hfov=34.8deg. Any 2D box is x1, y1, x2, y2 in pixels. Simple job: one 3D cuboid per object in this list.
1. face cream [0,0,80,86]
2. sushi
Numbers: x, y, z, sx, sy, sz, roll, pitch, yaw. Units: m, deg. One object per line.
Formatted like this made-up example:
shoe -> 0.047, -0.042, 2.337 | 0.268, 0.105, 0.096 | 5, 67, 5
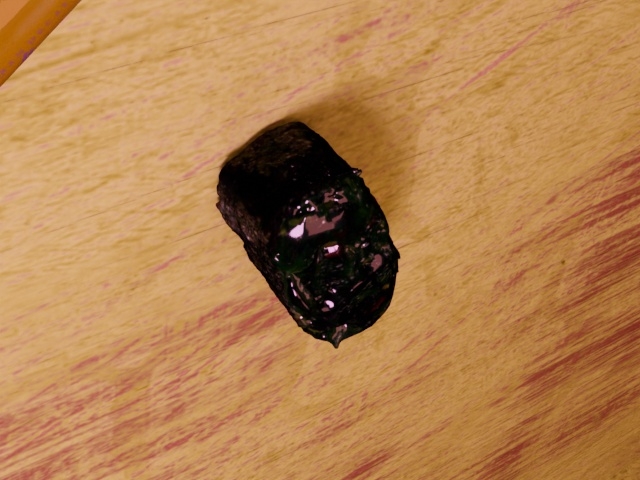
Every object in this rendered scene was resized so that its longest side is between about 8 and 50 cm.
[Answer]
face cream -> -0.165, -0.178, 0.607 | 0.273, 0.078, 0.078 | -46, 147, 4
sushi -> 0.000, 0.000, 0.936 | 0.124, 0.127, 0.225 | -36, 145, -9
